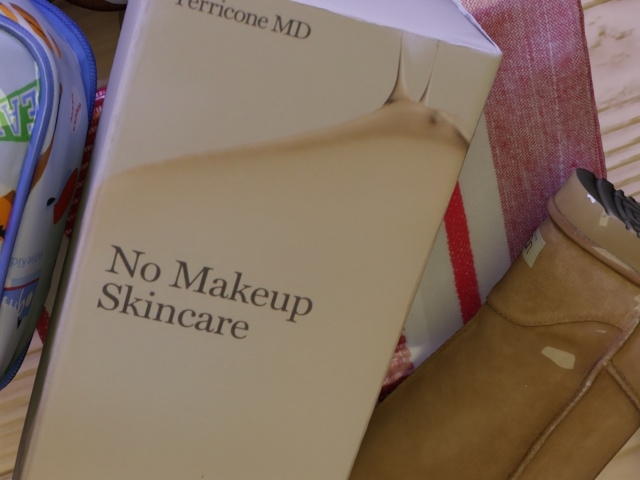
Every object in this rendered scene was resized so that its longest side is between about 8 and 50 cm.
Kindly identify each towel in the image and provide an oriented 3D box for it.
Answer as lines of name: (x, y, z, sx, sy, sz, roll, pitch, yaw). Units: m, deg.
towel: (0.000, 0.000, 0.701, 0.328, 0.037, 0.237, -17, 117, -2)

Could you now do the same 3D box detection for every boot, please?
boot: (0.144, 0.123, 0.701, 0.236, 0.089, 0.270, 35, 112, 1)

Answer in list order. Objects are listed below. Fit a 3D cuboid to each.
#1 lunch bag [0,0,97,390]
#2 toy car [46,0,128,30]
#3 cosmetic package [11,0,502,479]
lunch bag: (-0.271, -0.033, 0.591, 0.303, 0.115, 0.243, 17, 106, -3)
toy car: (-0.072, -0.125, 0.689, 0.155, 0.149, 0.188, -33, 107, 12)
cosmetic package: (-0.045, 0.018, 0.624, 0.160, 0.113, 0.310, 12, 113, -13)
